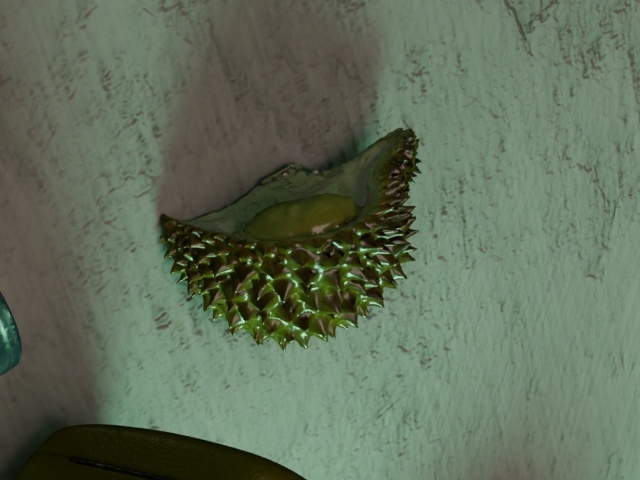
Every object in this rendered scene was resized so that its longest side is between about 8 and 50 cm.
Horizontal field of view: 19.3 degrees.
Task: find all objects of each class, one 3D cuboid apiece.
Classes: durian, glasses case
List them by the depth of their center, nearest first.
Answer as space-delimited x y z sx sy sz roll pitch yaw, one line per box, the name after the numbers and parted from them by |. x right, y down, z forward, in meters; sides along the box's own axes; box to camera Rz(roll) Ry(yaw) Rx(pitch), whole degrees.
-0.114 0.247 1.622 0.141 0.371 0.173 -51 120 -25 | glasses case
0.000 0.000 1.854 0.306 0.166 0.172 -32 151 -28 | durian

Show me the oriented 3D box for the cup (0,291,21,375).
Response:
-0.422 0.103 1.431 0.242 0.308 0.292 48 63 -4 | cup
